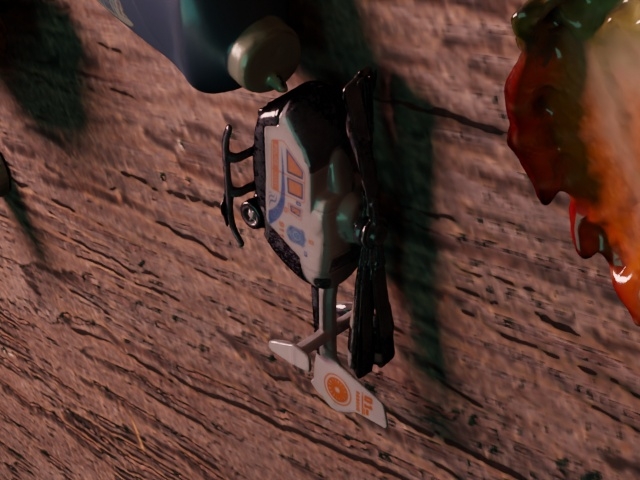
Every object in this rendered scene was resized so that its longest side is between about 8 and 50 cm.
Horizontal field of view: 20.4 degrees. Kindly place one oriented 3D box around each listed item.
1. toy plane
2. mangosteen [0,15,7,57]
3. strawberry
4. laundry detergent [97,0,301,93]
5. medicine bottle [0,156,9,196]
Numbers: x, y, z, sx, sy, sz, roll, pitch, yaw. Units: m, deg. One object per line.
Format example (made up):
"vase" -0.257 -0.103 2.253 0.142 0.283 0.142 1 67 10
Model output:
"toy plane" -0.001 0.000 0.841 0.078 0.053 0.197 24 130 38
"mangosteen" -0.271 -0.141 1.079 0.180 0.166 0.166 25 141 11
"strawberry" 0.136 -0.023 0.557 0.146 0.082 0.187 9 128 63
"laundry detergent" -0.078 -0.136 0.840 0.206 0.061 0.097 45 140 30
"medicine bottle" -0.258 -0.036 1.210 0.047 0.083 0.047 40 145 36
